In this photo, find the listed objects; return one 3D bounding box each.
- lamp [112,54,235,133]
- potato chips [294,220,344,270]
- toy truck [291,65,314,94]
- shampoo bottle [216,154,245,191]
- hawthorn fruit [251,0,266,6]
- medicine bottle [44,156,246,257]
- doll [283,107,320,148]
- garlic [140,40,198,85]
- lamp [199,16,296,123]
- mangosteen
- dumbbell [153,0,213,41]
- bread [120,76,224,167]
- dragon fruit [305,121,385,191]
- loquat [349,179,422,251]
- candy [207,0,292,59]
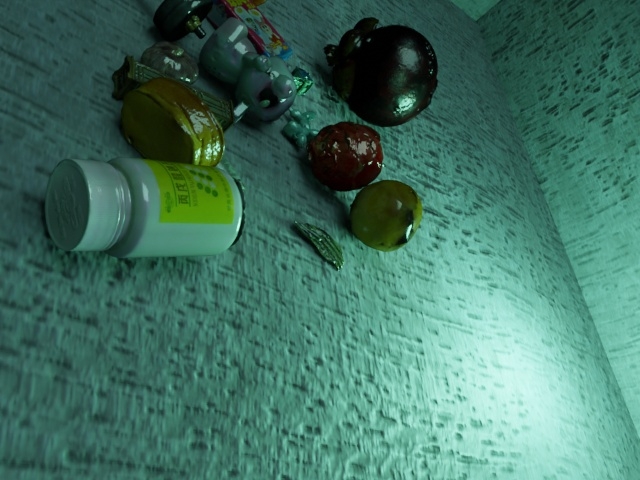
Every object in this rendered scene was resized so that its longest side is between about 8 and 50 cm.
[{"bbox_3d":[-0.386,-0.377,1.725,0.326,0.090,0.089,19,48,-40],"label":"lamp"},{"bbox_3d":[-0.001,0.000,1.899,0.207,0.028,0.092,45,36,-15],"label":"potato chips"},{"bbox_3d":[-0.111,-0.556,2.201,0.175,0.067,0.081,0,56,-44],"label":"toy truck"},{"bbox_3d":[-0.301,-0.221,1.696,0.262,0.085,0.085,57,36,5],"label":"shampoo bottle"},{"bbox_3d":[-0.235,-0.894,2.282,0.132,0.133,0.138,55,33,2],"label":"hawthorn fruit"},{"bbox_3d":[-0.368,-0.068,1.388,0.379,0.214,0.213,-1,62,-48],"label":"medicine bottle"},{"bbox_3d":[-0.059,-0.362,2.101,0.159,0.059,0.159,7,57,-47],"label":"doll"},{"bbox_3d":[-0.409,-0.484,1.772,0.159,0.102,0.147,13,47,-40],"label":"garlic"},{"bbox_3d":[-0.221,-0.479,1.917,0.301,0.247,0.247,42,68,-6],"label":"lamp"},{"bbox_3d":[0.235,-0.625,2.407,0.421,0.380,0.381,36,29,25],"label":"mangosteen"},{"bbox_3d":[-0.466,-0.737,1.852,0.388,0.185,0.185,50,36,-6],"label":"dumbbell"},{"bbox_3d":[-0.359,-0.276,1.576,0.270,0.195,0.143,40,40,12],"label":"bread"},{"bbox_3d":[0.080,-0.266,2.043,0.241,0.241,0.252,57,21,4],"label":"dragon fruit"},{"bbox_3d":[0.202,-0.078,2.016,0.235,0.235,0.235,29,43,-31],"label":"loquat"},{"bbox_3d":[-0.246,-0.698,2.134,0.305,0.100,0.157,50,37,-6],"label":"candy"}]
